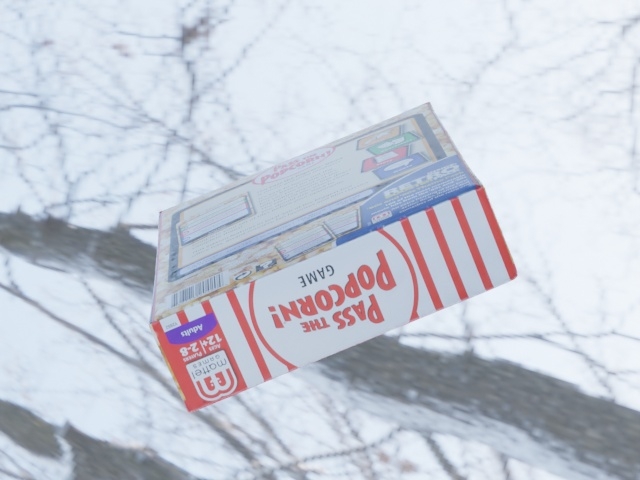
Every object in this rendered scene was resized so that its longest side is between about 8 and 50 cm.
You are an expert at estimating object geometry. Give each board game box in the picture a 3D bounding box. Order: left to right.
[{"bbox_3d":[0.000,0.000,0.890,0.147,0.193,0.045,-22,-75,3],"label":"board game box"}]
